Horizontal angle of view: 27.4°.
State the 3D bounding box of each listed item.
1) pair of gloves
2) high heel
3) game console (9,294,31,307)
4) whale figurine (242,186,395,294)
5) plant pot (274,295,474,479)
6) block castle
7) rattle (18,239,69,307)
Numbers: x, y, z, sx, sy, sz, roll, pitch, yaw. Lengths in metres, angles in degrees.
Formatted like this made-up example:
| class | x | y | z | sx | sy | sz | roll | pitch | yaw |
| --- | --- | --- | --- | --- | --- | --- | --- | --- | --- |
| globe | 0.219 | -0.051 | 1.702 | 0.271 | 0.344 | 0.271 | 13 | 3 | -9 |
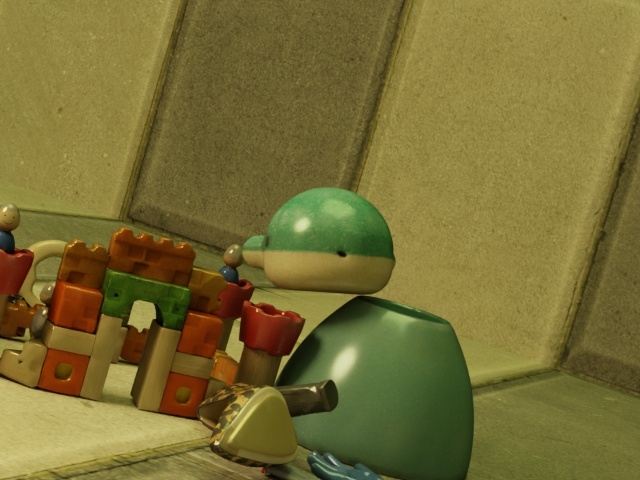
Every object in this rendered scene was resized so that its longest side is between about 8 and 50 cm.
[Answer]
| class | x | y | z | sx | sy | sz | roll | pitch | yaw |
| --- | --- | --- | --- | --- | --- | --- | --- | --- | --- |
| pair of gloves | 0.028 | 0.280 | 1.501 | 0.159 | 0.023 | 0.198 | 18 | 4 | 31 |
| high heel | -0.111 | 0.218 | 1.515 | 0.186 | 0.093 | 0.261 | -12 | 1 | 26 |
| game console | -0.491 | 0.102 | 1.925 | 0.122 | 0.071 | 0.107 | 19 | -25 | 26 |
| whale figurine | 0.000 | 0.000 | 1.805 | 0.216 | 0.141 | 0.272 | 4 | -1 | -11 |
| plant pot | 0.085 | 0.186 | 1.783 | 0.290 | 0.195 | 0.290 | 16 | 4 | -1 |
| block castle | -0.273 | 0.075 | 1.735 | 0.453 | 0.212 | 0.303 | 15 | 4 | -23 |
| rattle | -0.457 | 0.045 | 2.011 | 0.200 | 0.130 | 0.143 | 15 | 10 | -33 |
